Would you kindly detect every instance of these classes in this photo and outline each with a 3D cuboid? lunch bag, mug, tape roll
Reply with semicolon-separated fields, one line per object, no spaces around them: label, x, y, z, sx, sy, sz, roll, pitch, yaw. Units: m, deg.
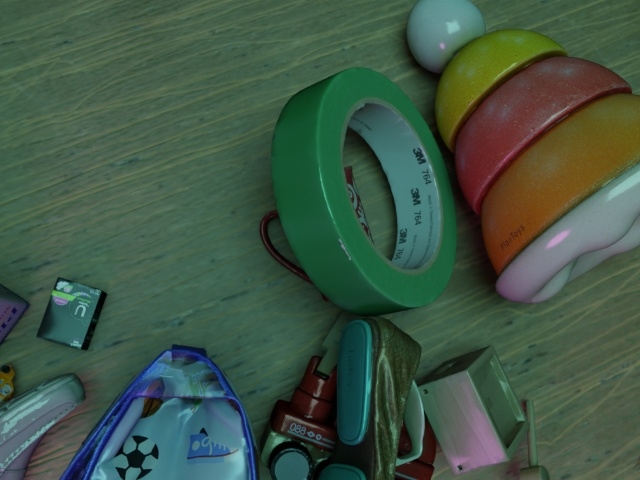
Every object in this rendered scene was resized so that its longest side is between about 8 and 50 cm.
lunch bag;-0.178;0.311;0.792;0.239;0.328;0.385;6;81;-11
mug;0.007;-0.003;1.006;0.113;0.150;0.169;-19;88;-51
tape roll;0.069;-0.063;0.929;0.321;0.077;0.321;22;61;-47

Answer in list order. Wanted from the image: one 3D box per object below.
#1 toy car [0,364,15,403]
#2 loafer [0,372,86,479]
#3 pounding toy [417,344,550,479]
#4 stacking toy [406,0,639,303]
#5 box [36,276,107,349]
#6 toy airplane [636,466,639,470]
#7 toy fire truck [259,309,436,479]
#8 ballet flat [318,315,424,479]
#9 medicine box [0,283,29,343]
toy car;-0.442;0.215;0.914;0.122;0.060;0.040;-41;95;13
loafer;-0.414;0.291;0.868;0.319;0.112;0.111;-40;94;-6
pounding toy;0.235;0.264;0.987;0.094;0.181;0.206;-27;85;29
stacking toy;0.284;-0.185;1.001;0.351;0.350;0.480;-28;71;-13
box;-0.331;0.099;0.939;0.062;0.052;0.083;18;79;-5
toy airplane;0.538;0.384;1.057;0.151;0.028;0.151;2;79;-11
toy fire truck;0.055;0.220;0.954;0.217;0.158;0.246;22;88;-6
ballet flat;0.064;0.264;0.839;0.124;0.116;0.342;18;72;-27
medicine box;-0.514;0.052;0.792;0.263;0.289;0.149;34;79;-3
